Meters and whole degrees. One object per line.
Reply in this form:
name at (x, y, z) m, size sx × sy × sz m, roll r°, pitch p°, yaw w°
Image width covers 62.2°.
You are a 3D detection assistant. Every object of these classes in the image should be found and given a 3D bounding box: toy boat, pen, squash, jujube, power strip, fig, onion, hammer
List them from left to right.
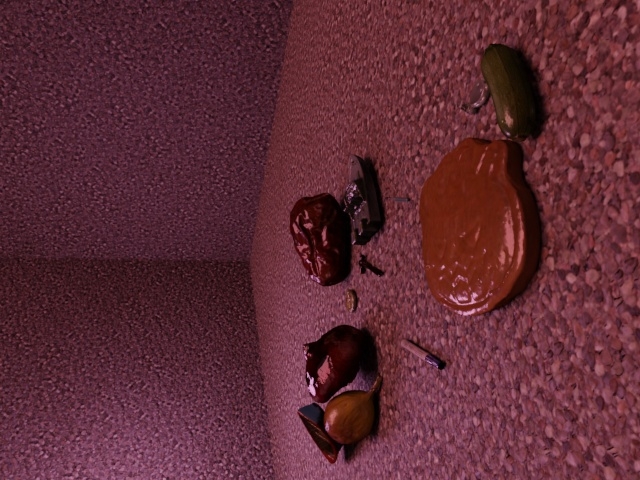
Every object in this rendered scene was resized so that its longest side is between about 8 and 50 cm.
jujube at (0.000, 0.000, 1.946) m, size 0.216 × 0.216 × 0.342 m, roll 152°, pitch 104°, yaw -72°
toy boat at (0.014, 0.656, 1.791) m, size 0.136 × 0.079 × 0.392 m, roll 25°, pitch 152°, yaw 33°
onion at (0.027, 0.384, 1.715) m, size 0.272 × 0.195 × 0.272 m, roll -56°, pitch -2°, yaw -2°
fig at (0.117, 0.504, 1.632) m, size 0.257 × 0.159 × 0.159 m, roll -58°, pitch 27°, yaw 20°
toy boat at (0.123, -0.145, 1.695) m, size 0.141 × 0.092 × 0.319 m, roll 121°, pitch 148°, yaw -56°
hammer at (0.161, 0.092, 1.679) m, size 0.178 × 0.021 × 0.065 m, roll -150°, pitch 62°, yaw -69°
pen at (0.253, 0.282, 1.324) m, size 0.204 × 0.025 × 0.025 m, roll -163°, pitch 75°, yaw -73°
power strip at (0.323, -0.301, 1.109) m, size 0.083 × 0.035 × 0.055 m, roll 113°, pitch 154°, yaw -47°
squash at (0.343, -0.279, 0.970) m, size 0.077 × 0.068 × 0.219 m, roll 86°, pitch 177°, yaw -62°

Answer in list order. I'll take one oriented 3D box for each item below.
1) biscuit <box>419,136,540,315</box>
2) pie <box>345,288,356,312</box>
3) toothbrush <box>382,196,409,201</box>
biscuit at (0.303, -0.026, 1.103) m, size 0.385 × 0.062 × 0.365 m, roll 137°, pitch 133°, yaw -68°
pie at (0.106, 0.211, 1.854) m, size 0.084 × 0.021 × 0.084 m, roll 178°, pitch 90°, yaw -72°
toothbrush at (0.214, -0.118, 1.512) m, size 0.167 × 0.014 × 0.011 m, roll -160°, pitch 81°, yaw -73°
